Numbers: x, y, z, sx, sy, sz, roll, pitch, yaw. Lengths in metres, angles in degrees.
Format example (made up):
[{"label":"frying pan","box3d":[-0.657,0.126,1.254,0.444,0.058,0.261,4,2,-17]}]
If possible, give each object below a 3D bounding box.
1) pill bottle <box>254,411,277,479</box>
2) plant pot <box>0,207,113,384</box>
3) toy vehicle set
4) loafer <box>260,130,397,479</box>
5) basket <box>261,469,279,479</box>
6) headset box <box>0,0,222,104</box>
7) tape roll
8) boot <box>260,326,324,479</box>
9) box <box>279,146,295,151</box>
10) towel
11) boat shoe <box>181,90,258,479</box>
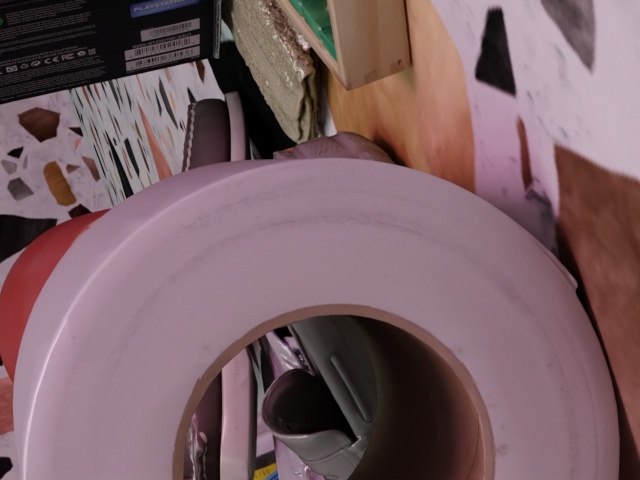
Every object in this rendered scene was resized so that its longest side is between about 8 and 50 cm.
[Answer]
[{"label":"pill bottle","box3d":[-0.034,0.277,1.391,0.119,0.119,0.208,-172,62,-77]},{"label":"plant pot","box3d":[-0.212,0.080,1.590,0.275,0.275,0.243,68,158,5]},{"label":"toy vehicle set","box3d":[-0.032,-0.213,0.729,0.267,0.035,0.166,-123,16,-47]},{"label":"loafer","box3d":[0.020,0.093,0.832,0.112,0.111,0.319,-137,29,-66]},{"label":"basket","box3d":[-0.005,0.308,1.147,0.289,0.201,0.254,-35,82,46]},{"label":"headset box","box3d":[-0.217,-0.244,0.944,0.131,0.246,0.283,102,154,-68]},{"label":"tape roll","box3d":[-0.012,0.084,0.638,0.169,0.246,0.246,-165,55,-77]},{"label":"boot","box3d":[0.001,0.116,0.985,0.258,0.095,0.123,-116,11,-49]},{"label":"box","box3d":[0.000,0.000,0.922,0.136,0.028,0.081,-107,2,-63]},{"label":"towel","box3d":[-0.036,-0.137,0.905,0.110,0.027,0.148,94,153,-62]},{"label":"boat shoe","box3d":[-0.098,0.032,1.084,0.116,0.097,0.324,85,-177,-67]}]
